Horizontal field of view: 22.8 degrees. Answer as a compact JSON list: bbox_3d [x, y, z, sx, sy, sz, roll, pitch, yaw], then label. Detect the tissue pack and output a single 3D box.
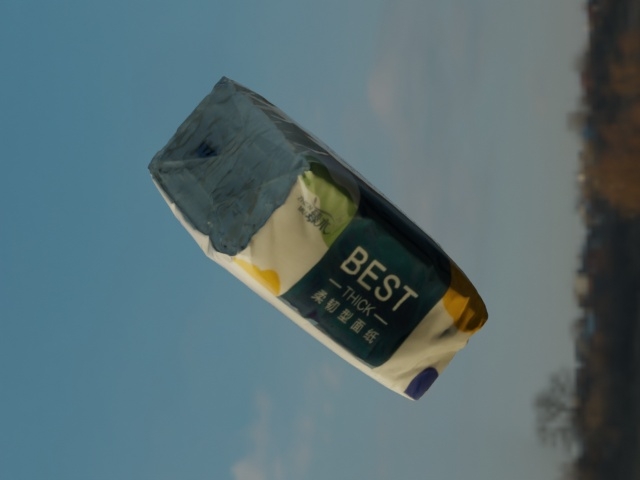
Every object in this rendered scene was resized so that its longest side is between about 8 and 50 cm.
[{"bbox_3d":[0.000,0.000,0.430,0.083,0.042,0.062,38,-174,-38],"label":"tissue pack"}]
